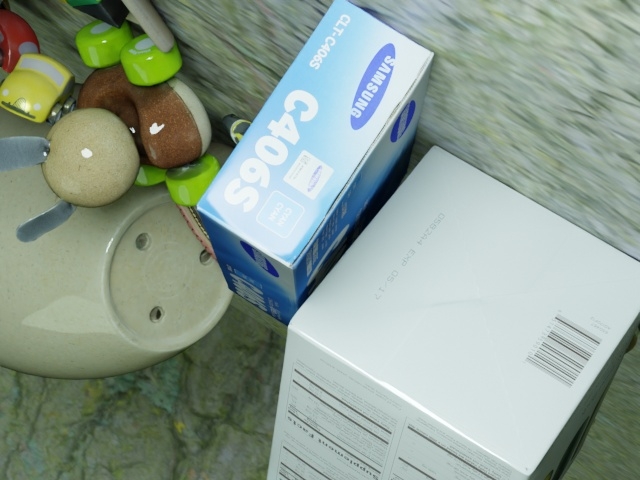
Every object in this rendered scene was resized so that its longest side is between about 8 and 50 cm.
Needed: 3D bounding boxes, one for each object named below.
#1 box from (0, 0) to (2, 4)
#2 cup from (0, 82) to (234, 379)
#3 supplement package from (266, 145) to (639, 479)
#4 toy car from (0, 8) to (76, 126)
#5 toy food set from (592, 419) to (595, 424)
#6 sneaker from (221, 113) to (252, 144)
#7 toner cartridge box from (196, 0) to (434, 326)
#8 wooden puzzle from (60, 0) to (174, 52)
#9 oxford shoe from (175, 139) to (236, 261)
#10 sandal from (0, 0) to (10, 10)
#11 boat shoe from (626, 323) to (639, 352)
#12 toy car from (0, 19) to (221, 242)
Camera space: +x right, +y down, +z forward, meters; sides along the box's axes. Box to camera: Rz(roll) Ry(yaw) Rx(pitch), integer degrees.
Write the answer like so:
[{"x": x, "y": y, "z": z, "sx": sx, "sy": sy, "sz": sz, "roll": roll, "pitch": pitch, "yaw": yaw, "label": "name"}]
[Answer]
[{"x": -0.376, "y": -0.251, "z": 1.448, "sx": 0.183, "sy": 0.056, "sz": 0.231, "roll": 28, "pitch": -176, "yaw": -5, "label": "box"}, {"x": -0.219, "y": 0.009, "z": 1.761, "sx": 0.331, "sy": 0.331, "sz": 0.237, "roll": 40, "pitch": 166, "yaw": -37, "label": "cup"}, {"x": 0.099, "y": 0.113, "z": 1.255, "sx": 0.198, "sy": 0.199, "sz": 0.262, "roll": 31, "pitch": 149, "yaw": 15, "label": "supplement package"}, {"x": -0.231, "y": -0.158, "z": 1.609, "sx": 0.225, "sy": 0.053, "sz": 0.239, "roll": 15, "pitch": -162, "yaw": -32, "label": "toy car"}, {"x": 0.225, "y": 0.154, "z": 1.912, "sx": 0.192, "sy": 0.038, "sz": 0.132, "roll": 18, "pitch": 170, "yaw": 41, "label": "toy food set"}, {"x": -0.064, "y": -0.095, "z": 1.576, "sx": 0.035, "sy": 0.031, "sz": 0.083, "roll": 44, "pitch": 177, "yaw": 41, "label": "sneaker"}, {"x": -0.002, "y": -0.038, "z": 1.177, "sx": 0.075, "sy": 0.165, "sz": 0.348, "roll": 32, "pitch": 172, "yaw": 5, "label": "toner cartridge box"}, {"x": -0.242, "y": -0.243, "z": 1.326, "sx": 0.239, "sy": 0.044, "sz": 0.221, "roll": 31, "pitch": 172, "yaw": 19, "label": "wooden puzzle"}, {"x": 0.000, "y": 0.000, "z": 1.688, "sx": 0.348, "sy": 0.123, "sz": 0.130, "roll": 36, "pitch": 148, "yaw": -28, "label": "oxford shoe"}, {"x": -0.356, "y": -0.254, "z": 1.718, "sx": 0.180, "sy": 0.049, "sz": 0.072, "roll": 47, "pitch": 173, "yaw": 15, "label": "sandal"}, {"x": 0.174, "y": 0.054, "z": 1.369, "sx": 0.224, "sy": 0.073, "sz": 0.080, "roll": -6, "pitch": 128, "yaw": 48, "label": "boat shoe"}, {"x": -0.203, "y": -0.081, "z": 1.453, "sx": 0.149, "sy": 0.188, "sz": 0.155, "roll": 24, "pitch": 140, "yaw": 48, "label": "toy car"}]
